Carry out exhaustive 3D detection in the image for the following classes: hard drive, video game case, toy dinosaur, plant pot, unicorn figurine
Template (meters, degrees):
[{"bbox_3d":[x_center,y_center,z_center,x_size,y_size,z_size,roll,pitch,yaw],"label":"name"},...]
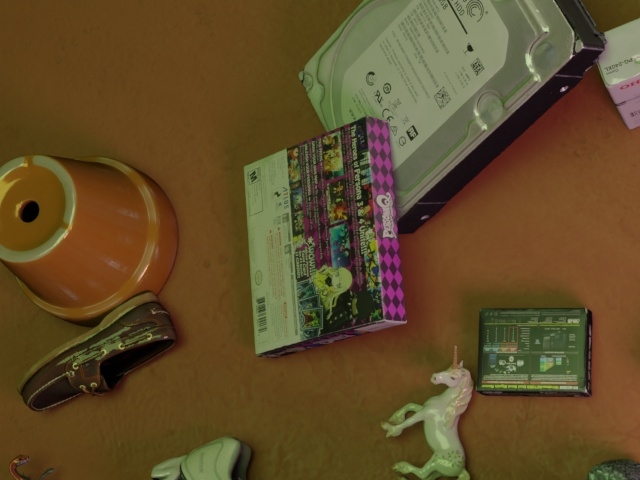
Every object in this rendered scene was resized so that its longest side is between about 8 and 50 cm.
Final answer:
[{"bbox_3d":[0.133,-0.194,1.651,0.339,0.064,0.237,-43,64,36],"label":"hard drive"},{"bbox_3d":[0.000,0.000,1.696,0.210,0.042,0.232,-20,69,44],"label":"video game case"},{"bbox_3d":[-0.332,0.291,1.776,0.082,0.090,0.047,38,106,-19],"label":"toy dinosaur"},{"bbox_3d":[-0.299,-0.016,1.778,0.205,0.188,0.205,-5,74,19],"label":"plant pot"},{"bbox_3d":[0.123,0.203,1.643,0.111,0.060,0.162,-18,87,15],"label":"unicorn figurine"}]

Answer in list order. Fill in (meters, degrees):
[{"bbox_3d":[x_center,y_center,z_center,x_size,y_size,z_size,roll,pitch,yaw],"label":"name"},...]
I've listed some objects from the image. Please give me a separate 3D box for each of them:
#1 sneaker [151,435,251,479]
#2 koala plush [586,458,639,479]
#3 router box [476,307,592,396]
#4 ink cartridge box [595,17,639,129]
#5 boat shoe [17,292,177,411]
[{"bbox_3d":[-0.077,0.347,1.654,0.118,0.110,0.292,-30,68,1],"label":"sneaker"},{"bbox_3d":[0.314,0.321,1.446,0.196,0.221,0.203,20,84,23],"label":"koala plush"},{"bbox_3d":[0.231,0.121,1.629,0.122,0.038,0.092,-1,75,20],"label":"router box"},{"bbox_3d":[0.355,-0.184,1.600,0.109,0.150,0.063,-21,70,14],"label":"ink cartridge box"},{"bbox_3d":[-0.263,0.145,1.786,0.207,0.073,0.073,-35,65,9],"label":"boat shoe"}]
